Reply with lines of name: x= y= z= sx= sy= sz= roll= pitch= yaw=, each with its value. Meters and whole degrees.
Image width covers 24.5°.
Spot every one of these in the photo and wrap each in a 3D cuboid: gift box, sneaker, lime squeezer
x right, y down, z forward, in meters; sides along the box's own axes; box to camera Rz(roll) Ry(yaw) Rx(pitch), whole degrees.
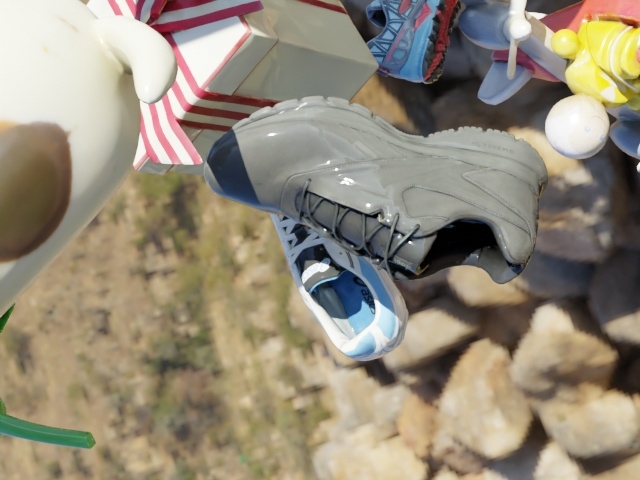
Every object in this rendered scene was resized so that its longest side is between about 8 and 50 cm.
gift box: x=-0.111 y=-0.215 z=1.680 sx=0.255 sy=0.258 sz=0.276 roll=-52 pitch=54 yaw=26
sneaker: x=0.045 y=-0.034 z=1.203 sx=0.109 sy=0.286 sz=0.130 roll=95 pitch=-179 yaw=-52
lime squeezer: x=-0.300 y=0.144 z=1.367 sx=0.310 sy=0.110 sz=0.058 roll=-140 pitch=43 yaw=-58
sneaker: x=0.127 y=-0.340 z=2.076 sx=0.104 sy=0.125 sz=0.261 roll=75 pitch=-153 yaw=-52
sneaker: x=0.000 y=0.000 z=1.334 sx=0.085 sy=0.086 sz=0.237 roll=-36 pitch=76 yaw=22

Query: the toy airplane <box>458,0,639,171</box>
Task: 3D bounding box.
toy airplane: x=0.350 y=-0.234 z=2.025 sx=0.384 sy=0.386 sz=0.272 roll=78 pitch=-154 yaw=-66

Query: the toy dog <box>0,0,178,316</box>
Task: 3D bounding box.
toy dog: x=-0.302 y=0.009 z=1.104 sx=0.408 sy=0.396 sz=0.284 roll=-70 pitch=-32 yaw=-42
